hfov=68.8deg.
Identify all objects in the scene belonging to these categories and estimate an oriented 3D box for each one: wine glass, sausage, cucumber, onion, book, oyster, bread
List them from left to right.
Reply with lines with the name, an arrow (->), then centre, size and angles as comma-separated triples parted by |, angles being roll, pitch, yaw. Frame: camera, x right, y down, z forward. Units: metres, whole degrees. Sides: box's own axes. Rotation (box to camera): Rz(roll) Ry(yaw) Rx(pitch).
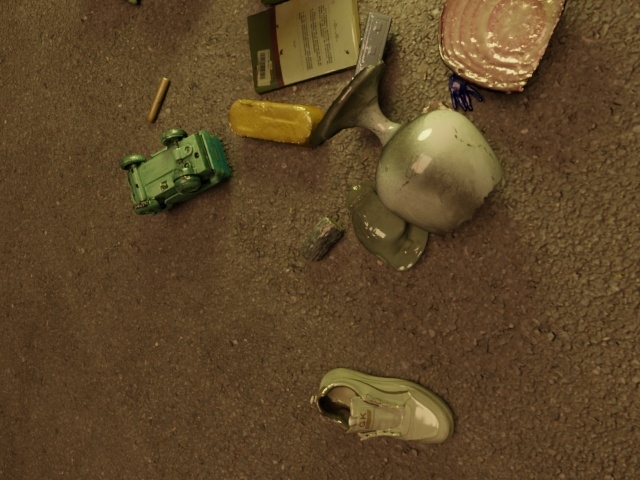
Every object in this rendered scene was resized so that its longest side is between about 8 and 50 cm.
sausage -> -0.459, -0.396, 1.321 | 0.024, 0.024, 0.133 | 32, 104, 21
bread -> -0.102, -0.281, 1.121 | 0.245, 0.094, 0.102 | 12, 106, 25
book -> -0.044, -0.480, 1.120 | 0.289, 0.026, 0.202 | -5, 90, 25
cucumber -> 0.001, -0.002, 1.095 | 0.064, 0.064, 0.112 | 44, 108, 18
wine glass -> 0.173, -0.166, 0.901 | 0.323, 0.238, 0.238 | 41, 108, 6
oyster -> 0.258, -0.257, 0.982 | 0.051, 0.034, 0.093 | -43, 62, 4
onion -> 0.356, -0.418, 0.897 | 0.247, 0.111, 0.250 | 40, 120, 39

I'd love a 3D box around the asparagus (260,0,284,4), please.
asparagus -> -0.062, -0.597, 1.116 | 0.178, 0.045, 0.041 | -8, 107, 27

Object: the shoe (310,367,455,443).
shoe -> 0.116, 0.367, 1.001 | 0.316, 0.159, 0.125 | 7, 94, 28

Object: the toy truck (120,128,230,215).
toy truck -> -0.380, -0.173, 1.218 | 0.278, 0.156, 0.155 | -22, 82, 25

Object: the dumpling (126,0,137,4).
dumpling -> -0.602, -0.756, 1.319 | 0.217, 0.149, 0.105 | 58, 153, 6

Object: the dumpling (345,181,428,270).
dumpling -> 0.141, -0.041, 1.002 | 0.152, 0.108, 0.219 | -42, 77, 21

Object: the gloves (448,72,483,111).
gloves -> 0.298, -0.309, 0.963 | 0.064, 0.026, 0.086 | -14, 85, 22

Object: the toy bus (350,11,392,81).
toy bus -> 0.108, -0.388, 1.015 | 0.064, 0.075, 0.191 | 13, 97, -2
